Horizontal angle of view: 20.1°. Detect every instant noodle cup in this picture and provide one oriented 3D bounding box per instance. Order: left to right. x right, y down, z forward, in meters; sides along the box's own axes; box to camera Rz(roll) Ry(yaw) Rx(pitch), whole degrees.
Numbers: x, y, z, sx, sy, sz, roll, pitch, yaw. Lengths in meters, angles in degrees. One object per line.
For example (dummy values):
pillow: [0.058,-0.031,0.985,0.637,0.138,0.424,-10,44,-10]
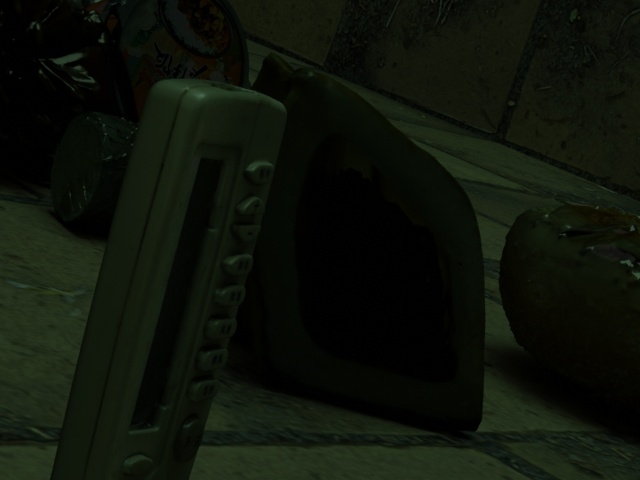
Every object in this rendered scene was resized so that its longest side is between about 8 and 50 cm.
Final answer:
instant noodle cup: [-0.175,-0.170,1.770,0.125,0.177,0.208,7,-36,44]

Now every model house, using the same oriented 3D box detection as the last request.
model house: [0.005,-0.010,1.335,0.173,0.268,0.239,-5,14,-14]

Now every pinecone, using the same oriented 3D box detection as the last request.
pinecone: [-0.296,-0.159,1.639,0.212,0.168,0.185,-15,57,-3]

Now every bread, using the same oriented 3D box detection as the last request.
bread: [0.286,0.069,1.574,0.305,0.159,0.305,22,9,-4]

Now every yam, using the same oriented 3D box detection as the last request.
yam: [-0.156,-0.054,1.588,0.183,0.107,0.107,10,13,-47]

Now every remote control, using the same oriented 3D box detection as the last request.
remote control: [-0.076,0.040,0.817,0.049,0.230,0.090,20,8,27]

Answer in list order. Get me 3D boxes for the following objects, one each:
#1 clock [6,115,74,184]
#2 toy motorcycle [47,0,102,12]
clock: [-0.205,-0.087,1.840,0.273,0.049,0.279,13,11,-28]
toy motorcycle: [-0.281,-0.237,2.324,0.188,0.143,0.327,8,26,-11]
